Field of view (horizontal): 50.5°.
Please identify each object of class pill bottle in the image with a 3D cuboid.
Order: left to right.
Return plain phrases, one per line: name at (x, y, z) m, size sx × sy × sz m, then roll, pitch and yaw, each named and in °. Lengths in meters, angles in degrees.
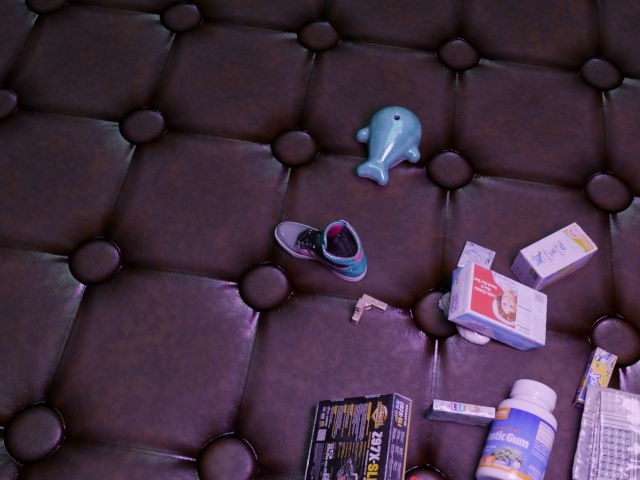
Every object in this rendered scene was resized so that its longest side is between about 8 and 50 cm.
pill bottle at (0.496, 0.490, 1.684) m, size 0.152 × 0.152 × 0.272 m, roll 22°, pitch 60°, yaw 10°

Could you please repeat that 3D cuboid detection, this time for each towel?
towel at (0.791, 0.528, 1.647) m, size 0.325 × 0.056 × 0.312 m, roll 8°, pitch 69°, yaw 20°

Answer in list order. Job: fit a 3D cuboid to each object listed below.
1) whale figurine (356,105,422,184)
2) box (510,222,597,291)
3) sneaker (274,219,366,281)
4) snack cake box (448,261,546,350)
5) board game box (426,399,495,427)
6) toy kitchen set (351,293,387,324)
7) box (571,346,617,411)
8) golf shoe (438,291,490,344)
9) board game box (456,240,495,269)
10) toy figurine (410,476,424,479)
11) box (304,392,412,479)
whale figurine at (0.212, -0.306, 2.117) m, size 0.216 × 0.141 × 0.272 m, roll 25°, pitch 64°, yaw 11°
box at (0.670, 0.052, 1.952) m, size 0.203 × 0.114 × 0.103 m, roll -25°, pitch 64°, yaw -15°
sneaker at (0.000, 0.000, 1.921) m, size 0.296 × 0.178 × 0.123 m, roll 25°, pitch 64°, yaw 12°
snack cake box at (0.481, 0.181, 1.832) m, size 0.265 × 0.089 × 0.152 m, roll 24°, pitch 61°, yaw -19°
board game box at (0.357, 0.443, 1.734) m, size 0.154 × 0.103 × 0.026 m, roll 8°, pitch 61°, yaw 2°
toy kitchen set at (0.136, 0.196, 1.881) m, size 0.075 × 0.068 × 0.083 m, roll 24°, pitch 64°, yaw 11°
box at (0.732, 0.375, 1.812) m, size 0.059 × 0.054 × 0.168 m, roll 26°, pitch 64°, yaw 12°
golf shoe at (0.402, 0.213, 1.873) m, size 0.069 × 0.086 × 0.176 m, roll -39°, pitch 70°, yaw -22°
board game box at (0.458, 0.058, 1.995) m, size 0.090 × 0.020 × 0.090 m, roll 23°, pitch 63°, yaw 10°
toy figurine at (0.326, 0.613, 1.562) m, size 0.217 × 0.363 × 0.191 m, roll -13°, pitch 103°, yaw -37°
box at (0.081, 0.533, 1.604) m, size 0.257 × 0.079 × 0.321 m, roll -17°, pitch 51°, yaw 40°
